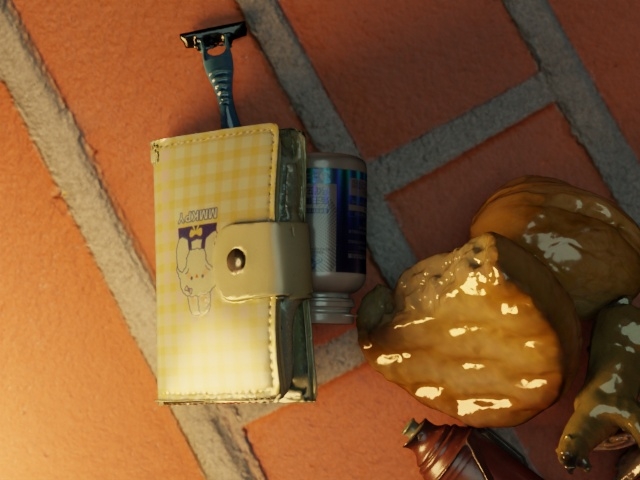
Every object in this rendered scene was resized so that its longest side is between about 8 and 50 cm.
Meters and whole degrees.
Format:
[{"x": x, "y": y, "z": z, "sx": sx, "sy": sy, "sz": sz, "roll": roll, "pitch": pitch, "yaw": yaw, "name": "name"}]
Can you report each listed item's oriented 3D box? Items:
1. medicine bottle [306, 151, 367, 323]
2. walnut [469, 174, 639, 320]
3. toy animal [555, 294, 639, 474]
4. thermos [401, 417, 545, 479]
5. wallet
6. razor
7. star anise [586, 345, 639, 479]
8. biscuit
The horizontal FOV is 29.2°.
[{"x": 0.000, "y": 0.000, "z": 1.408, "sx": 0.107, "sy": 0.107, "sz": 0.191, "roll": 1, "pitch": 85, "yaw": 1, "name": "medicine bottle"}, {"x": 0.268, "y": 0.012, "z": 1.381, "sx": 0.207, "sy": 0.159, "sz": 0.159, "roll": 17, "pitch": 85, "yaw": -3, "name": "walnut"}, {"x": 0.313, "y": 0.154, "z": 1.296, "sx": 0.101, "sy": 0.103, "sz": 0.218, "roll": 22, "pitch": 74, "yaw": -13, "name": "toy animal"}, {"x": 0.193, "y": 0.276, "z": 1.394, "sx": 0.232, "sy": 0.099, "sz": 0.124, "roll": 37, "pitch": 50, "yaw": 5, "name": "thermos"}, {"x": -0.105, "y": 0.030, "z": 1.381, "sx": 0.223, "sy": 0.077, "sz": 0.309, "roll": -6, "pitch": 84, "yaw": 40, "name": "wallet"}, {"x": -0.107, "y": -0.133, "z": 1.455, "sx": 0.082, "sy": 0.042, "sz": 0.253, "roll": -10, "pitch": 86, "yaw": -2, "name": "razor"}, {"x": 0.388, "y": 0.204, "z": 1.401, "sx": 0.229, "sy": 0.093, "sz": 0.236, "roll": -9, "pitch": 89, "yaw": -6, "name": "star anise"}, {"x": 0.170, "y": 0.105, "z": 1.344, "sx": 0.213, "sy": 0.274, "sz": 0.091, "roll": 51, "pitch": 47, "yaw": -14, "name": "biscuit"}]
